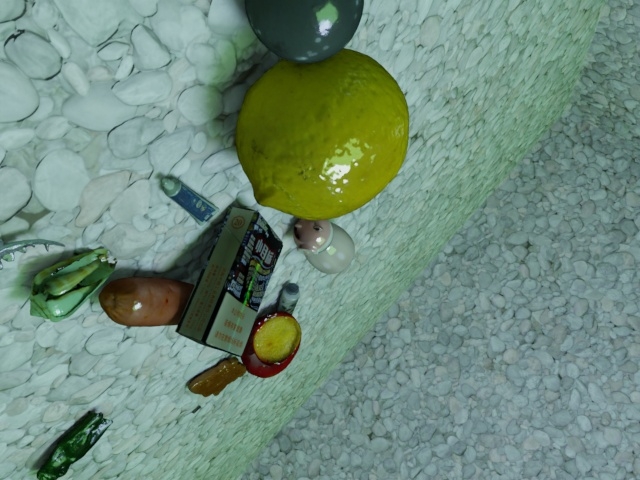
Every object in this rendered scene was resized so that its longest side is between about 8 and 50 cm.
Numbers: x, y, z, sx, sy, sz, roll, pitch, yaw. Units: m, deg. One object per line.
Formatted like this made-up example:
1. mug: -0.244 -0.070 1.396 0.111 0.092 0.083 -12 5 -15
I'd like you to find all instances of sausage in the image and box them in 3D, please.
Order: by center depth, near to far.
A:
1. sausage: -0.353 0.131 1.002 0.113 0.113 0.259 -52 157 8

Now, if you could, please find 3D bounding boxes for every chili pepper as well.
1. chili pepper: -0.626 0.526 1.197 0.224 0.061 0.098 -45 150 -4

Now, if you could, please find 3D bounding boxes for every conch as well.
1. conch: -0.432 0.066 0.818 0.170 0.079 0.105 -50 168 -39

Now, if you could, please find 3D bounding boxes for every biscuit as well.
1. biscuit: -0.354 0.474 1.616 0.280 0.043 0.183 7 118 -57

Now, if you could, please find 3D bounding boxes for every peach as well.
1. peach: -0.163 0.342 1.562 0.196 0.190 0.226 26 111 -42

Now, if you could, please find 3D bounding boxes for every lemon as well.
1. lemon: 0.006 -0.198 0.881 0.336 0.336 0.336 -39 155 -22

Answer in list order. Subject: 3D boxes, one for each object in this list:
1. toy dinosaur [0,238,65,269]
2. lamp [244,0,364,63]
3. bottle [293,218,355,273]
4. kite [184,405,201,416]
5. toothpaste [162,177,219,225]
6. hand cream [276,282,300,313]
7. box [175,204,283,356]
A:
1. toy dinosaur: -0.487 0.020 0.678 0.209 0.039 0.082 -11 141 -39
2. lamp: -0.008 -0.426 0.734 0.182 0.182 0.313 65 36 -65
3. bottle: 0.000 0.000 1.382 0.147 0.147 0.236 -48 149 -1
4. kite: -0.464 0.624 1.703 0.078 0.002 0.044 -31 151 -38
5. toothpaste: -0.260 -0.078 0.933 0.057 0.035 0.197 -41 159 -2
6. hand cream: -0.121 0.241 1.648 0.095 0.059 0.276 -29 155 -33
7. box: -0.200 0.100 1.093 0.198 0.084 0.310 60 47 -64
